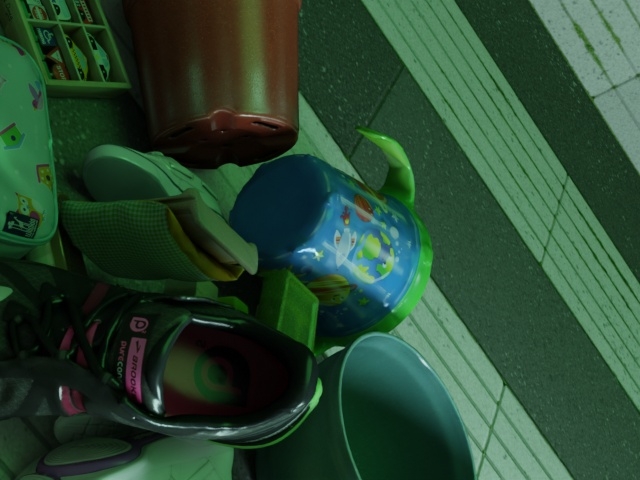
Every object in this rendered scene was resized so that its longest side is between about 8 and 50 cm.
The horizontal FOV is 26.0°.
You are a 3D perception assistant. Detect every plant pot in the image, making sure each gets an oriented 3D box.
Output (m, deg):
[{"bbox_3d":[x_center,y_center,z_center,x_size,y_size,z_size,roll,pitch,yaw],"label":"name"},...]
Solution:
[{"bbox_3d":[0.041,0.290,1.797,0.293,0.196,0.293,36,40,-37],"label":"plant pot"},{"bbox_3d":[-0.139,-0.252,1.890,0.272,0.272,0.265,16,63,-52],"label":"plant pot"}]

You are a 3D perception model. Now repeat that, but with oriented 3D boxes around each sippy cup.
[{"bbox_3d":[0.000,0.000,1.889,0.224,0.240,0.305,38,44,-48],"label":"sippy cup"}]

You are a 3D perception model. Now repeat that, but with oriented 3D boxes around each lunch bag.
[{"bbox_3d":[-0.401,-0.107,1.506,0.224,0.108,0.279,22,50,-49],"label":"lunch bag"}]

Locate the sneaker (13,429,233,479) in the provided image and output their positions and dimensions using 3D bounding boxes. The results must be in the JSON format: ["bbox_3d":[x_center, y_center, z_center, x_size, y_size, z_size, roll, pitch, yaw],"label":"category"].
[{"bbox_3d":[-0.203,0.282,1.509,0.305,0.114,0.152,-10,102,-45],"label":"sneaker"}]

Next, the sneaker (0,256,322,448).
[{"bbox_3d":[-0.222,0.103,1.399,0.483,0.202,0.185,7,74,-18],"label":"sneaker"}]

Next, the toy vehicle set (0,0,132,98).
[{"bbox_3d":[-0.355,-0.312,1.802,0.166,0.035,0.266,-9,75,-58],"label":"toy vehicle set"}]

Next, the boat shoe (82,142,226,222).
[{"bbox_3d":[-0.216,-0.069,1.794,0.258,0.095,0.084,42,32,-50],"label":"boat shoe"}]

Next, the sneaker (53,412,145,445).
[{"bbox_3d":[-0.251,0.199,1.575,0.065,0.061,0.158,47,21,28],"label":"sneaker"}]

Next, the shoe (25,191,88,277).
[{"bbox_3d":[-0.303,0.054,1.597,0.076,0.058,0.219,40,37,-69],"label":"shoe"}]

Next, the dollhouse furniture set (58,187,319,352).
[{"bbox_3d":[-0.160,0.080,1.612,0.301,0.198,0.151,46,46,-49],"label":"dollhouse furniture set"}]
